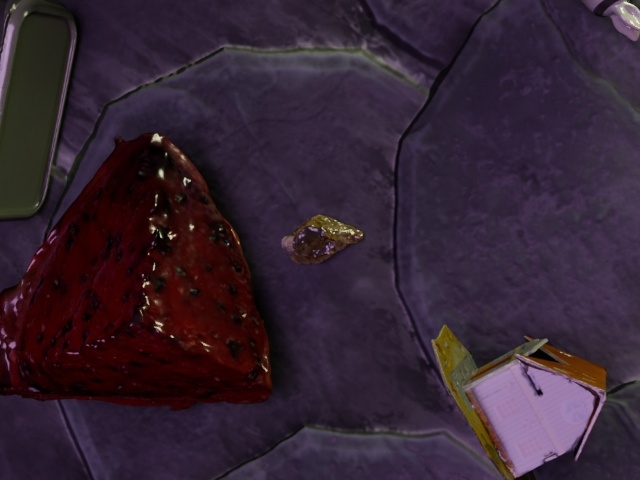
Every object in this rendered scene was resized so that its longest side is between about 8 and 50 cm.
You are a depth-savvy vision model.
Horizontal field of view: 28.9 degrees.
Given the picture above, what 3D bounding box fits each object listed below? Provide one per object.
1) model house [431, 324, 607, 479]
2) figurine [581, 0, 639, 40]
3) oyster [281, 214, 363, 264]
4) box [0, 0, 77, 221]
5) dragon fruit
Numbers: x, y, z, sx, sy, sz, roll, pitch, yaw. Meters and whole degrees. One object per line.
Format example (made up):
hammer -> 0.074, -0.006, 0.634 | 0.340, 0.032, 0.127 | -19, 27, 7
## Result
model house -> 0.224, 0.154, 1.277 | 0.136, 0.219, 0.207 | -29, 84, 11
figurine -> 0.296, -0.287, 1.298 | 0.146, 0.081, 0.098 | 35, 102, 13
oyster -> -0.001, -0.003, 1.434 | 0.093, 0.034, 0.051 | -28, 92, 13
box -> -0.420, -0.173, 1.508 | 0.178, 0.138, 0.274 | 15, 97, 21
dragon fruit -> -0.221, 0.074, 1.482 | 0.329, 0.228, 0.286 | -32, 50, 36
